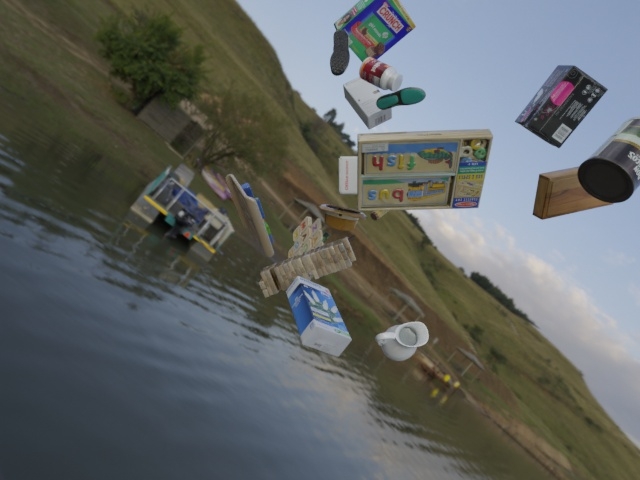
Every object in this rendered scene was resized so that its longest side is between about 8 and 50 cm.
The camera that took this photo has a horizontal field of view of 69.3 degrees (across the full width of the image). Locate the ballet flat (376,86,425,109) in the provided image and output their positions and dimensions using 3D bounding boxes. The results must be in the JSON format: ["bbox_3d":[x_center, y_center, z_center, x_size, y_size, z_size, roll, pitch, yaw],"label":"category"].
[{"bbox_3d":[0.307,-0.546,1.766,0.189,0.070,0.070,-4,-18,18],"label":"ballet flat"}]

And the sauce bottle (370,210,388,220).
[{"bbox_3d":[0.268,-0.131,1.972,0.042,0.128,0.042,38,-30,27],"label":"sauce bottle"}]

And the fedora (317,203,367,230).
[{"bbox_3d":[0.079,-0.085,1.787,0.195,0.079,0.194,12,12,-2],"label":"fedora"}]

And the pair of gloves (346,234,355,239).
[{"bbox_3d":[0.087,-0.003,1.722,0.083,0.074,0.010,-16,-84,65],"label":"pair of gloves"}]

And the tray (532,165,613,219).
[{"bbox_3d":[1.185,-0.233,2.129,0.076,0.411,0.202,-125,-153,-59],"label":"tray"}]

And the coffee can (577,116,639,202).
[{"bbox_3d":[1.133,-0.301,1.723,0.201,0.275,0.201,45,-16,16],"label":"coffee can"}]

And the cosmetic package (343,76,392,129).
[{"bbox_3d":[0.198,-0.590,1.961,0.231,0.118,0.085,59,-6,28],"label":"cosmetic package"}]

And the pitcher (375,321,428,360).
[{"bbox_3d":[0.264,0.355,1.637,0.178,0.125,0.207,1,-25,-8],"label":"pitcher"}]

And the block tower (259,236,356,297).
[{"bbox_3d":[-0.049,0.092,1.605,0.097,0.336,0.090,-79,147,-79],"label":"block tower"}]

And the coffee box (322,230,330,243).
[{"bbox_3d":[0.000,0.000,2.657,0.040,0.113,0.184,38,-2,-4],"label":"coffee box"}]

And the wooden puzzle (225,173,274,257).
[{"bbox_3d":[-0.313,-0.126,2.150,0.348,0.081,0.321,42,-26,53],"label":"wooden puzzle"}]

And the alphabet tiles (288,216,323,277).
[{"bbox_3d":[-0.068,0.046,1.914,0.021,0.278,0.283,14,52,-27],"label":"alphabet tiles"}]

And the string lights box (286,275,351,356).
[{"bbox_3d":[-0.012,0.230,1.436,0.133,0.076,0.259,26,19,-28],"label":"string lights box"}]

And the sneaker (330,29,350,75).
[{"bbox_3d":[0.092,-0.810,2.035,0.084,0.234,0.097,5,-18,6],"label":"sneaker"}]

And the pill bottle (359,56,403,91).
[{"bbox_3d":[0.224,-0.607,1.701,0.152,0.086,0.086,36,-2,26],"label":"pill bottle"}]

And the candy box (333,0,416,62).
[{"bbox_3d":[0.274,-1.079,2.322,0.268,0.317,0.122,32,31,-42],"label":"candy box"}]

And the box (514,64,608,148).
[{"bbox_3d":[0.876,-0.492,1.701,0.163,0.247,0.142,30,21,-9],"label":"box"}]

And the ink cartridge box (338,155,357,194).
[{"bbox_3d":[0.186,-0.272,1.946,0.218,0.158,0.092,0,6,1],"label":"ink cartridge box"}]

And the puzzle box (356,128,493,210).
[{"bbox_3d":[0.320,-0.218,1.486,0.052,0.410,0.272,-88,175,-49],"label":"puzzle box"}]
